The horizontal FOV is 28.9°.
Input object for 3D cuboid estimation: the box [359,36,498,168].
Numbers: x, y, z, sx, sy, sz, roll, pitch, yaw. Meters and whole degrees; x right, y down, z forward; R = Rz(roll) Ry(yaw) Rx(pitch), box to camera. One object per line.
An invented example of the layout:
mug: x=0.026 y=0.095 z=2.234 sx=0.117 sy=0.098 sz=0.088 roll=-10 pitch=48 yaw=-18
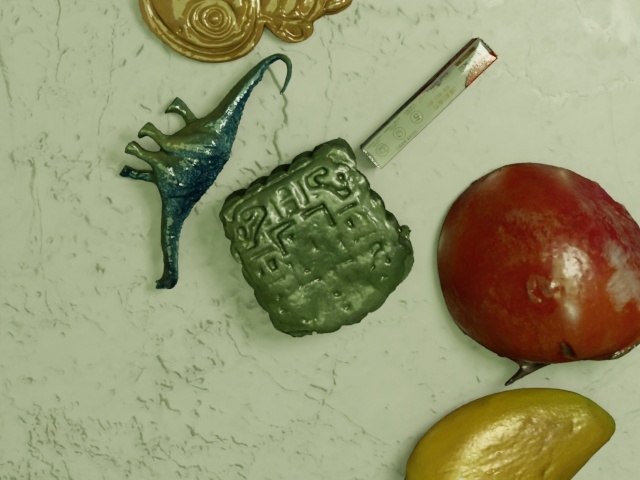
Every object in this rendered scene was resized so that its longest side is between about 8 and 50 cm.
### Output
box: x=0.144 y=-0.185 z=1.663 sx=0.218 sy=0.055 sz=0.039 roll=-44 pitch=96 yaw=6

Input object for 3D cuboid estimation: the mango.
mango: x=0.250 y=0.296 z=1.688 sx=0.317 sy=0.119 sz=0.176 roll=-25 pitch=88 yaw=-2

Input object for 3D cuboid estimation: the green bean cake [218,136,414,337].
green bean cake: x=0.000 y=0.000 z=1.656 sx=0.222 sy=0.125 sz=0.227 roll=-30 pitch=100 yaw=5

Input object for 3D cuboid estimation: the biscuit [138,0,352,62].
biscuit: x=-0.100 y=-0.341 z=1.655 sx=0.289 sy=0.044 sz=0.202 roll=-3 pitch=97 yaw=3

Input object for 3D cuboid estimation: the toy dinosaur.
toy dinosaur: x=-0.177 y=-0.114 z=1.660 sx=0.147 sy=0.076 sz=0.363 roll=31 pitch=100 yaw=2

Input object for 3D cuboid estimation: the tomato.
tomato: x=0.307 y=0.041 z=1.629 sx=0.309 sy=0.170 sz=0.309 roll=0 pitch=98 yaw=-1
